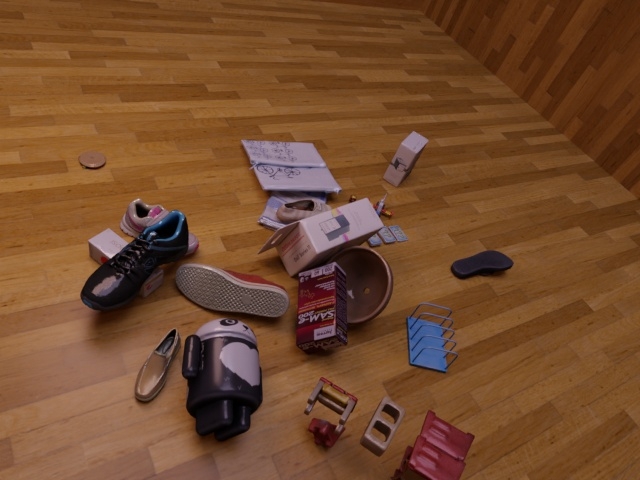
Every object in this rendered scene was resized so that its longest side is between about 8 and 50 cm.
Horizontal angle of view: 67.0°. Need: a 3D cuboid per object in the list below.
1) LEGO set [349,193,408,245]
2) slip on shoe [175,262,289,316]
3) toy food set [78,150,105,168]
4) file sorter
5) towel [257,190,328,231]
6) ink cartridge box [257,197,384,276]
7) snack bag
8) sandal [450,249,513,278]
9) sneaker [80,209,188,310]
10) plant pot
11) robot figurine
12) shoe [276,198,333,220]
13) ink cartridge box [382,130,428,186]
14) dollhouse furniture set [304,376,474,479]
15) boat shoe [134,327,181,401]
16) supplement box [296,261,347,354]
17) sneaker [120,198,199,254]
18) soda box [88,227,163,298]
[{"bbox_3d":[0.210,-0.092,1.813,0.182,0.060,0.244,-7,51,-32],"label":"LEGO set"},{"bbox_3d":[-0.249,0.139,1.382,0.331,0.123,0.101,13,12,-3],"label":"slip on shoe"},{"bbox_3d":[-0.762,-0.270,1.613,0.082,0.020,0.083,-3,50,-24],"label":"toy food set"},{"bbox_3d":[0.340,0.290,1.464,0.118,0.104,0.170,15,44,-9],"label":"file sorter"},{"bbox_3d":[-0.089,-0.120,1.733,0.209,0.034,0.285,20,44,-4],"label":"towel"},{"bbox_3d":[0.000,0.000,1.519,0.353,0.207,0.119,-21,77,-34],"label":"ink cartridge box"},{"bbox_3d":[-0.116,-0.287,1.845,0.323,0.037,0.342,-1,40,-24],"label":"snack bag"},{"bbox_3d":[0.597,0.094,1.801,0.254,0.054,0.097,-8,44,-16],"label":"sandal"},{"bbox_3d":[-0.476,0.039,1.250,0.125,0.139,0.341,33,47,7],"label":"sneaker"},{"bbox_3d":[0.121,0.145,1.477,0.110,0.237,0.237,36,21,-55],"label":"plant pot"},{"bbox_3d":[-0.228,0.321,1.153,0.173,0.209,0.278,-3,49,-7],"label":"robot figurine"},{"bbox_3d":[-0.045,-0.105,1.671,0.219,0.058,0.076,-5,51,-31],"label":"shoe"},{"bbox_3d":[0.353,-0.336,2.004,0.082,0.190,0.139,34,45,11],"label":"ink cartridge box"},{"bbox_3d":[0.146,0.470,1.158,0.374,0.201,0.152,29,44,15],"label":"dollhouse furniture set"},{"bbox_3d":[-0.399,0.296,1.182,0.068,0.072,0.190,18,44,-5],"label":"boat shoe"},{"bbox_3d":[0.004,0.192,1.382,0.073,0.130,0.239,47,32,-43],"label":"supplement box"},{"bbox_3d":[-0.480,-0.039,1.441,0.252,0.111,0.103,24,44,1],"label":"sneaker"},{"bbox_3d":[-0.544,0.063,1.350,0.216,0.069,0.074,35,45,11],"label":"soda box"}]
